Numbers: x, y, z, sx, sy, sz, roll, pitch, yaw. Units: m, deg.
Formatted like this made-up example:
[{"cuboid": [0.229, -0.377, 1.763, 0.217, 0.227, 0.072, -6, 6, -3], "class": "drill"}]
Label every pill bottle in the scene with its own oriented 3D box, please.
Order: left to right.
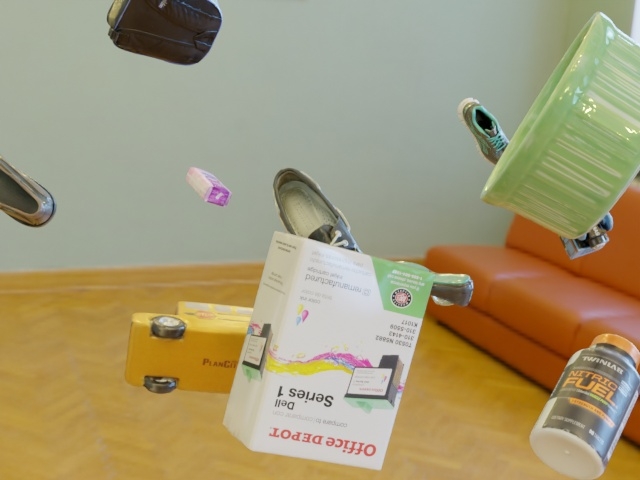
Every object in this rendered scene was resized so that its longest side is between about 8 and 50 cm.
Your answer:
[{"cuboid": [0.461, 0.273, 1.583, 0.130, 0.130, 0.246, 12, 48, 34], "class": "pill bottle"}]

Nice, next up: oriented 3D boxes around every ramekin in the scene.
[{"cuboid": [0.366, -0.149, 1.304, 0.148, 0.303, 0.303, 31, 16, 4], "class": "ramekin"}]

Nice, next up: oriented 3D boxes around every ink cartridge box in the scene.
[{"cuboid": [0.010, 0.148, 1.240, 0.201, 0.278, 0.117, 15, 1, -24], "class": "ink cartridge box"}]

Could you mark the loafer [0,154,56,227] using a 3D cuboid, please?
[{"cuboid": [-0.548, -0.111, 1.490, 0.267, 0.096, 0.084, 29, -5, -7], "class": "loafer"}]

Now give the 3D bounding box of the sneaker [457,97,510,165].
[{"cuboid": [0.337, -0.210, 1.858, 0.065, 0.166, 0.076, -42, 11, 1], "class": "sneaker"}]

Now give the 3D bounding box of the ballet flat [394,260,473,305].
[{"cuboid": [0.217, 0.093, 1.864, 0.203, 0.074, 0.074, 11, 14, 40], "class": "ballet flat"}]

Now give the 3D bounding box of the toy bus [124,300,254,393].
[{"cuboid": [-0.127, 0.166, 1.426, 0.332, 0.108, 0.130, 7, 18, -12], "class": "toy bus"}]

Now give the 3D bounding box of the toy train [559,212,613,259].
[{"cuboid": [0.457, -0.060, 1.681, 0.080, 0.184, 0.105, -18, -18, -11], "class": "toy train"}]

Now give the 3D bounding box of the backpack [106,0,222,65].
[{"cuboid": [-0.174, -0.262, 1.057, 0.114, 0.105, 0.084, 15, 38, -31], "class": "backpack"}]

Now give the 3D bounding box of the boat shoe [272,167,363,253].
[{"cuboid": [0.000, 0.000, 1.613, 0.114, 0.091, 0.302, -34, 61, -9], "class": "boat shoe"}]

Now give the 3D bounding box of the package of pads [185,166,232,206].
[{"cuboid": [-0.190, -0.091, 1.572, 0.050, 0.032, 0.083, 16, 19, -40], "class": "package of pads"}]
